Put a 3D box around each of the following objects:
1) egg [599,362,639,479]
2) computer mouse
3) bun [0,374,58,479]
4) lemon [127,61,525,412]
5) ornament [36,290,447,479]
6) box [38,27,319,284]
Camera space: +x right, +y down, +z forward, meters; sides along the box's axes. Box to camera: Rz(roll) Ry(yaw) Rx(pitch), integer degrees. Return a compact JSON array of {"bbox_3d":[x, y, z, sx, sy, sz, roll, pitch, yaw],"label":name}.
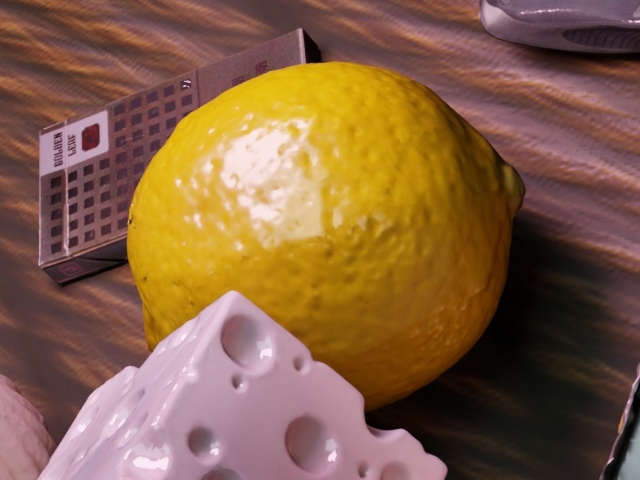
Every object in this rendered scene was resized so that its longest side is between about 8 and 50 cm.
[{"bbox_3d":[0.363,0.200,1.319,0.339,0.354,0.355,20,73,12],"label":"egg"},{"bbox_3d":[0.257,-0.245,1.794,0.379,0.090,0.167,8,62,41],"label":"computer mouse"},{"bbox_3d":[-0.359,0.191,1.769,0.263,0.263,0.175,62,144,39],"label":"bun"},{"bbox_3d":[-0.002,0.000,1.654,0.336,0.336,0.336,-15,56,23],"label":"lemon"},{"bbox_3d":[-0.089,0.234,1.513,0.239,0.239,0.240,-37,18,46],"label":"ornament"},{"bbox_3d":[-0.146,-0.086,1.962,0.324,0.047,0.180,-20,55,21],"label":"box"}]
